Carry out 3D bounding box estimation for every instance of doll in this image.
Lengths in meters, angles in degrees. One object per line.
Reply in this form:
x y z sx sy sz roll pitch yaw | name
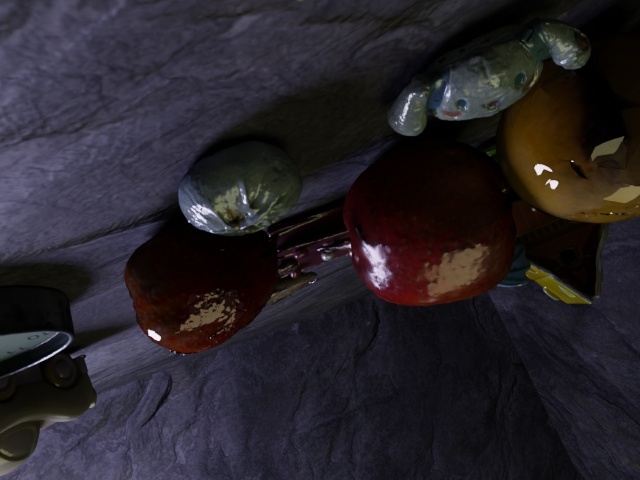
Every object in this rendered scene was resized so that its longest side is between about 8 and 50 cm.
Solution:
0.168 -0.172 0.519 0.214 0.071 0.103 -18 157 16 | doll

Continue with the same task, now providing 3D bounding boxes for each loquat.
0.345 -0.133 0.621 0.235 0.235 0.235 -22 167 -5 | loquat

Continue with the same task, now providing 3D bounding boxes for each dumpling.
-0.146 0.104 1.051 0.166 0.086 0.332 -30 165 25 | dumpling

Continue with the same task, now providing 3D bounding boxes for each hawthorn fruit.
0.134 -0.022 0.751 0.300 0.254 0.254 -10 171 19 | hawthorn fruit
-0.134 0.046 0.655 0.235 0.181 0.181 -23 167 0 | hawthorn fruit

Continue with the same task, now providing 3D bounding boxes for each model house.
0.365 -0.001 0.970 0.340 0.323 0.300 -24 166 6 | model house

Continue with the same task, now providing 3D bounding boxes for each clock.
-0.513 0.155 0.688 0.319 0.066 0.319 -22 168 -5 | clock

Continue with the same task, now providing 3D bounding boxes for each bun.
-0.086 -0.048 0.556 0.141 0.083 0.141 -19 167 -4 | bun

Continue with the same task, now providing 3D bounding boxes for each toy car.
-0.625 0.362 0.967 0.242 0.226 0.336 -25 165 8 | toy car

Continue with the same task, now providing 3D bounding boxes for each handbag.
0.002 0.003 0.927 0.216 0.074 0.203 -21 166 -9 | handbag
